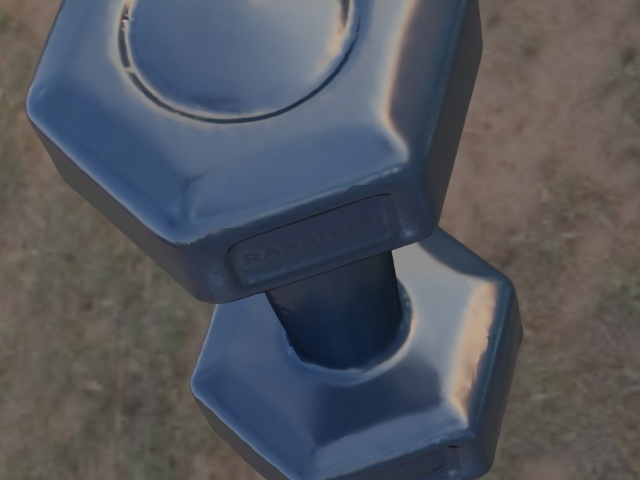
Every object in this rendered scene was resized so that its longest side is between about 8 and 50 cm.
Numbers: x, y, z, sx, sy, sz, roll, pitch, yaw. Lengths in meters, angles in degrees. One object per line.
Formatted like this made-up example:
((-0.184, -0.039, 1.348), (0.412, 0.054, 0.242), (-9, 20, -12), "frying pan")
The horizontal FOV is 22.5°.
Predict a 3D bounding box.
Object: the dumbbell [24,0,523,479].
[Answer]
((0.000, 0.000, 0.654), (0.156, 0.316, 0.143), (39, 75, 26), "dumbbell")
